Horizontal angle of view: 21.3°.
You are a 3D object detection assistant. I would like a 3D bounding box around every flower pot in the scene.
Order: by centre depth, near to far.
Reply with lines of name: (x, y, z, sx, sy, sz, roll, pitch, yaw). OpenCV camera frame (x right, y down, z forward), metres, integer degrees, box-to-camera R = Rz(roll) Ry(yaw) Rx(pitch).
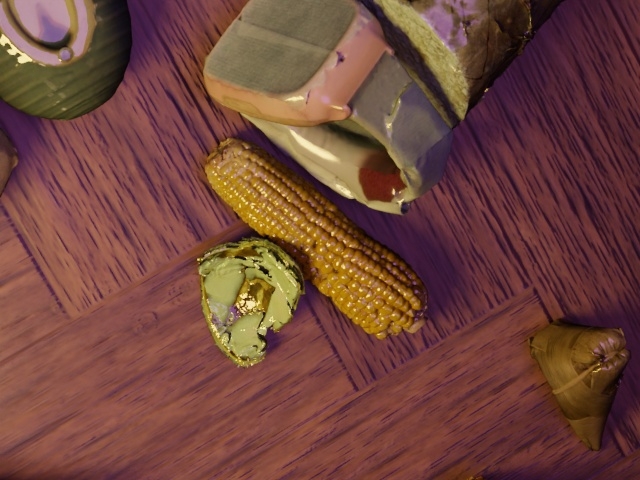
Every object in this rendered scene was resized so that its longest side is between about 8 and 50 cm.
flower pot: (-0.305, -0.247, 1.831, 0.189, 0.157, 0.243, -32, 99, -7)

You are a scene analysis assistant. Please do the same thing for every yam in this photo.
yam: (0.176, -0.305, 1.902, 0.348, 0.241, 0.241, -46, 102, -9)

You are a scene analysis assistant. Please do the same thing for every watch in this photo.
watch: (0.021, -0.144, 1.885, 0.161, 0.253, 0.241, -55, 138, -16)

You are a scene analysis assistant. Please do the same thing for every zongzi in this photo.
zongzi: (0.329, 0.181, 2.008, 0.078, 0.160, 0.176, -24, 98, -15)

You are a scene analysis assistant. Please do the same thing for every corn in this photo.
corn: (0.000, 0.000, 1.955, 0.320, 0.097, 0.097, 41, 85, -10)

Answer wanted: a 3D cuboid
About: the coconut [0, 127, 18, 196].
coconut: (-0.409, -0.086, 1.822, 0.162, 0.161, 0.161, -16, 98, -14)

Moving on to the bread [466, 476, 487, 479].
bread: (0.151, 0.419, 1.990, 0.119, 0.152, 0.288, 34, 87, -19)

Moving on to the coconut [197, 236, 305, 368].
coconut: (-0.081, 0.056, 1.943, 0.133, 0.055, 0.158, 43, 120, 1)
